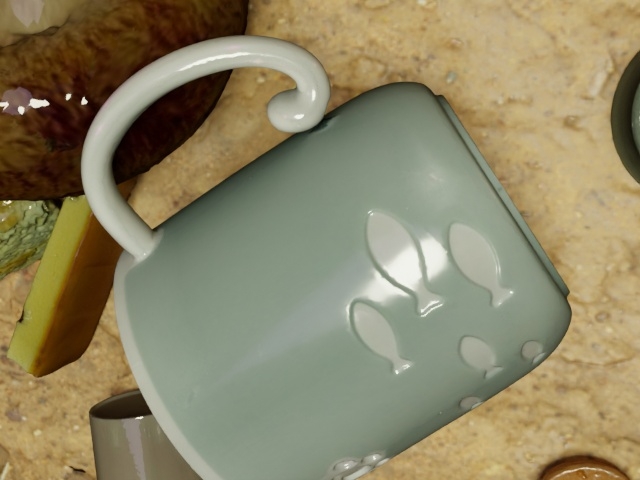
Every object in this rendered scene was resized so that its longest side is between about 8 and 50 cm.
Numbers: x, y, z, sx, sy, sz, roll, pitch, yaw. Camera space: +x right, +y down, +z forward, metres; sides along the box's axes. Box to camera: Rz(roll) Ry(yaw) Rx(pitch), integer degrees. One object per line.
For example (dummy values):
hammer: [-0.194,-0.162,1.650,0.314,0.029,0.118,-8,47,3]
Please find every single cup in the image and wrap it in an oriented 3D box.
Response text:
cup: [0.000,0.000,0.561,0.274,0.259,0.357,-32,118,13]

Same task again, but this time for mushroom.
mushroom: [-0.221,-0.225,0.588,0.334,0.331,0.356,56,147,32]

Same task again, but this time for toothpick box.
toothpick box: [-0.166,0.249,0.739,0.111,0.111,0.181,-5,95,16]

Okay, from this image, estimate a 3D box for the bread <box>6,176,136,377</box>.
bread: [-0.242,0.026,0.745,0.049,0.088,0.226,28,102,14]

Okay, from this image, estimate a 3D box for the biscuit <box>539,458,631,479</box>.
biscuit: [0.300,0.285,0.655,0.250,0.036,0.165,37,104,4]

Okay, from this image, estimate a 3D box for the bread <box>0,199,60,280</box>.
bread: [-0.377,-0.092,0.746,0.152,0.130,0.268,-36,86,26]

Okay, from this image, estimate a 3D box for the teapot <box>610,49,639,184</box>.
teapot: [0.300,-0.084,0.538,0.162,0.149,0.239,-9,94,23]
